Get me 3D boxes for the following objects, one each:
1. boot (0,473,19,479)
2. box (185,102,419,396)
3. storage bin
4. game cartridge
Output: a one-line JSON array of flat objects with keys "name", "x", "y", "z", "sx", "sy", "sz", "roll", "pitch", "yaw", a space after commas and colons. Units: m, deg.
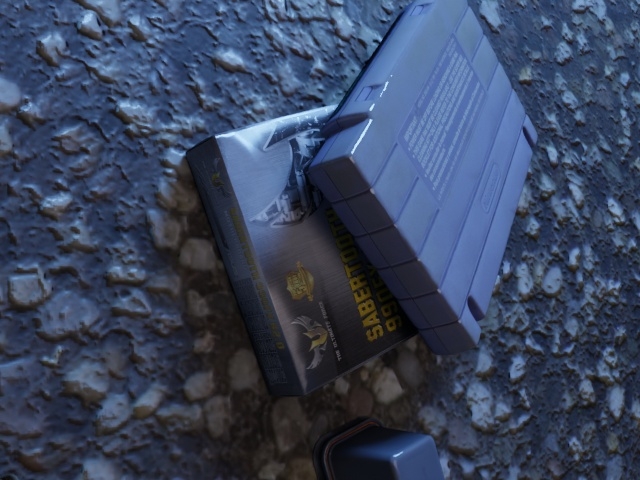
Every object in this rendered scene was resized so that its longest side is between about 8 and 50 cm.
[{"name": "boot", "x": -0.222, "y": 0.188, "z": 0.484, "sx": 0.305, "sy": 0.112, "sz": 0.115, "roll": 51, "pitch": 25, "yaw": -13}, {"name": "box", "x": 0.000, "y": 0.000, "z": 0.701, "sx": 0.183, "sy": 0.056, "sz": 0.231, "roll": -21, "pitch": 93, "yaw": -39}, {"name": "storage bin", "x": 0.060, "y": 0.231, "z": 0.677, "sx": 0.098, "sy": 0.091, "sz": 0.135, "roll": -16, "pitch": 89, "yaw": -39}, {"name": "game cartridge", "x": 0.119, "y": -0.092, "z": 0.762, "sx": 0.230, "sy": 0.068, "sz": 0.355, "roll": 51, "pitch": 42, "yaw": -21}]
